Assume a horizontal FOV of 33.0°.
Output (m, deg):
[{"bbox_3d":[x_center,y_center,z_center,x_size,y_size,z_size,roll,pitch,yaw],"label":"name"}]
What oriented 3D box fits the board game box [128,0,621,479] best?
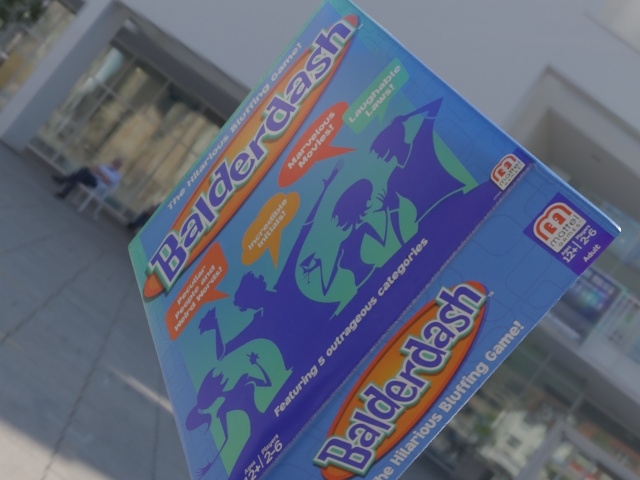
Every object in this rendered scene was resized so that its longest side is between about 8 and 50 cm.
[{"bbox_3d":[0.000,0.000,0.426,0.047,0.160,0.210,34,12,-29],"label":"board game box"}]
